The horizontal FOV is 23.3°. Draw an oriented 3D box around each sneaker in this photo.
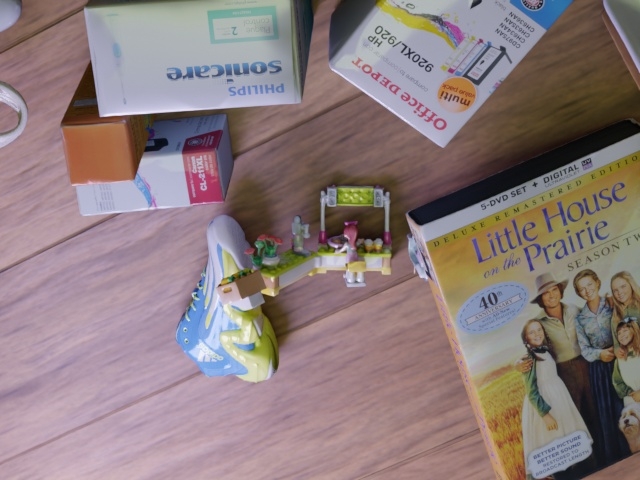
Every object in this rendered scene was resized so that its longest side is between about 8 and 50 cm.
[{"bbox_3d":[-0.136,0.084,1.970,0.126,0.091,0.240,-10,116,8],"label":"sneaker"}]

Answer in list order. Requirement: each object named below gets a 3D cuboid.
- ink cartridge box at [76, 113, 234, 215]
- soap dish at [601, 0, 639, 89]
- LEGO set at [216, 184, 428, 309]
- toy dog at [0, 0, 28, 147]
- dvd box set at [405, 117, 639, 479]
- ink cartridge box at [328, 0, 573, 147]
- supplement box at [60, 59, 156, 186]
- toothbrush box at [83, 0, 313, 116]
[{"bbox_3d":[-0.199,-0.091,1.867,0.175,0.127,0.072,-5,114,5],"label":"ink cartridge box"},{"bbox_3d":[0.470,-0.263,1.710,0.291,0.229,0.118,-36,126,18],"label":"soap dish"},{"bbox_3d":[0.000,0.000,1.900,0.287,0.132,0.107,-7,112,-19],"label":"LEGO set"},{"bbox_3d":[-0.513,-0.215,1.836,0.334,0.161,0.220,-9,113,-9],"label":"toy dog"},{"bbox_3d":[0.311,0.095,1.926,0.308,0.062,0.420,-23,114,-7],"label":"dvd box set"},{"bbox_3d":[0.143,-0.261,1.747,0.171,0.168,0.232,35,113,-14],"label":"ink cartridge box"},{"bbox_3d":[-0.240,-0.142,1.786,0.080,0.233,0.078,-5,115,1],"label":"supplement box"},{"bbox_3d":[-0.123,-0.247,1.696,0.216,0.295,0.126,-3,116,5],"label":"toothbrush box"}]
